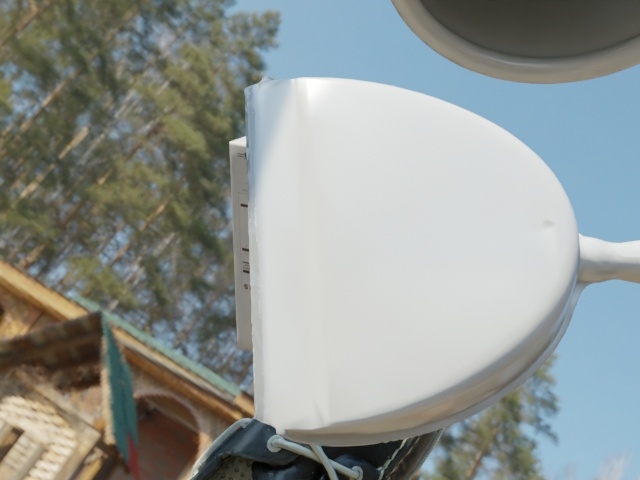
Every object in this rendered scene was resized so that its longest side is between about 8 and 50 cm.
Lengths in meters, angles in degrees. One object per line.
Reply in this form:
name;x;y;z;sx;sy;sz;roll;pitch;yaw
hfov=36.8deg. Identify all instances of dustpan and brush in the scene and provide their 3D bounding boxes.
dustpan and brush;0.078;0.006;0.386;0.211;0.147;0.060;-3;-20;-2

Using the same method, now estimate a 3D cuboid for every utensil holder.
utensil holder;0.223;-0.402;0.937;0.328;0.385;0.327;3;-39;2

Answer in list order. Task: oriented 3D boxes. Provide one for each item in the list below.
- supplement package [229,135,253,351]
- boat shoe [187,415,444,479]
supplement package;0.000;0.000;1.299;0.175;0.177;0.292;10;-68;28
boat shoe;-0.020;0.161;0.617;0.114;0.302;0.091;40;5;7
